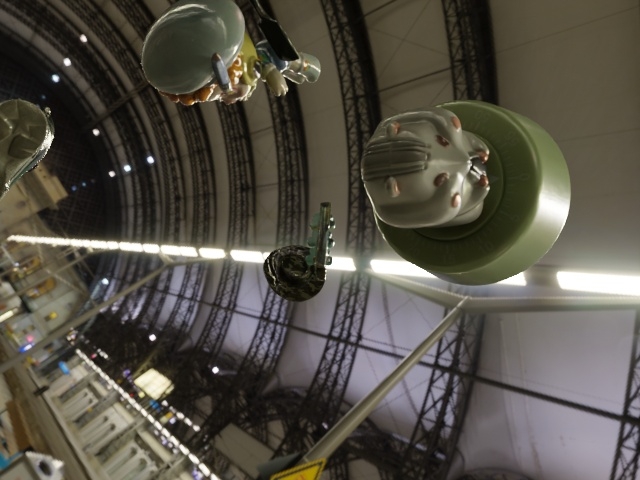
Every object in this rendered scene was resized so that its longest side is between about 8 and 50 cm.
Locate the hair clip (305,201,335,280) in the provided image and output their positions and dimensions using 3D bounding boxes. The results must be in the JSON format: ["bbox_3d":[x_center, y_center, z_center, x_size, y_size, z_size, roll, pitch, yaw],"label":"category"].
[{"bbox_3d":[-0.001,0.000,0.844,0.049,0.172,0.049,3,-48,3],"label":"hair clip"}]

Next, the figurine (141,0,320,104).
[{"bbox_3d":[-0.179,-0.381,1.044,0.225,0.382,0.204,9,-74,29],"label":"figurine"}]

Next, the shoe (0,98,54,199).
[{"bbox_3d":[-0.387,-0.103,0.630,0.071,0.169,0.099,43,8,-14],"label":"shoe"}]

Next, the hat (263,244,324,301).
[{"bbox_3d":[-0.048,0.051,0.920,0.121,0.121,0.050,43,-14,19],"label":"hat"}]

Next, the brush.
[{"bbox_3d":[-0.104,-0.423,0.972,0.063,0.016,0.193,15,-24,42],"label":"brush"}]

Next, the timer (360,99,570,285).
[{"bbox_3d":[0.169,-0.083,0.710,0.291,0.315,0.290,-4,-97,33],"label":"timer"}]
